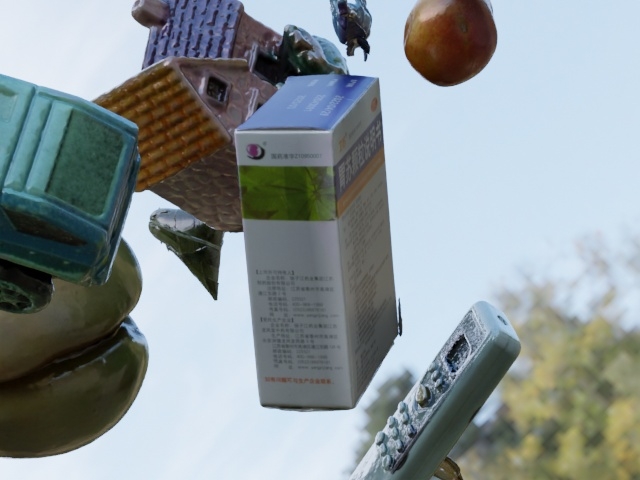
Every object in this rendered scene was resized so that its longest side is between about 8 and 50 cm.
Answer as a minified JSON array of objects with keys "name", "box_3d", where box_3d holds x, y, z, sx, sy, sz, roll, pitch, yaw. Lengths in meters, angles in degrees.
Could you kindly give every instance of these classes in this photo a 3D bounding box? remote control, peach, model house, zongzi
[{"name":"remote control","box_3d":[0.122,0.208,2.260,0.296,0.056,0.140,-55,12,11]},{"name":"peach","box_3d":[-0.325,0.098,2.110,0.292,0.247,0.292,-7,-56,-11]},{"name":"model house","box_3d":[-0.121,-0.172,2.266,0.237,0.237,0.202,28,-29,-30]},{"name":"zongzi","box_3d":[-0.180,0.017,2.583,0.055,0.109,0.119,12,-98,-69]},{"name":"peach","box_3d":[0.129,-0.207,1.945,0.101,0.101,0.101,-36,-23,-18]}]

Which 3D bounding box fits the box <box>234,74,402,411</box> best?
[{"name":"box","box_3d":[0.000,0.000,2.014,0.200,0.106,0.299,-52,-41,-65]}]

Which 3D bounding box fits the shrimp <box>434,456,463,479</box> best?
[{"name":"shrimp","box_3d":[0.118,0.340,2.409,0.034,0.124,0.178,55,-134,-73]}]

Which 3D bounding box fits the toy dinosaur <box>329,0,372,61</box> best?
[{"name":"toy dinosaur","box_3d":[0.033,-0.240,2.135,0.045,0.080,0.197,-11,-12,6]}]

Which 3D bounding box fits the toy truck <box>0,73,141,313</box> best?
[{"name":"toy truck","box_3d":[-0.286,-0.056,1.547,0.156,0.279,0.155,115,170,-61]}]
